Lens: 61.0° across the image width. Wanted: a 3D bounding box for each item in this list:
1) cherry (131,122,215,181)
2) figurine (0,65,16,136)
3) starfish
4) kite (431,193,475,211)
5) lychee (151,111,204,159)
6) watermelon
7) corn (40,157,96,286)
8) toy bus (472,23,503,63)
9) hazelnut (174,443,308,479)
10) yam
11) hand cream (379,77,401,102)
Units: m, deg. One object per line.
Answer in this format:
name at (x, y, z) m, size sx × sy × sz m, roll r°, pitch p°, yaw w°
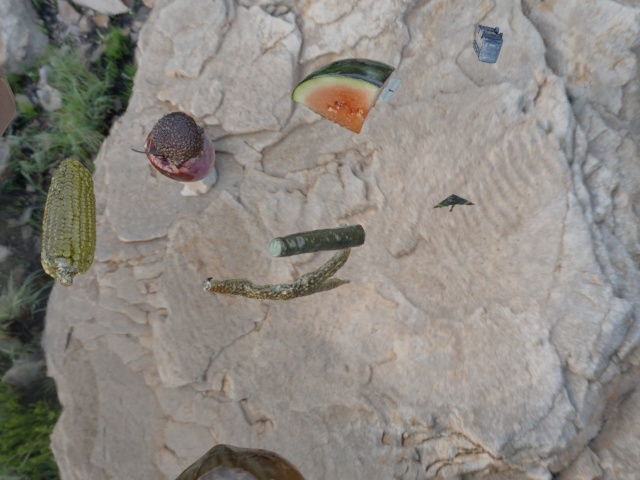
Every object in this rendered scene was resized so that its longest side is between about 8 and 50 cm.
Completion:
cherry at (-0.397, -0.251, 1.577) m, size 0.192 × 0.250 × 0.175 m, roll -1°, pitch 75°, yaw 9°
figurine at (-0.300, -0.116, 0.363) m, size 0.154 × 0.098 × 0.083 m, roll 17°, pitch 57°, yaw -14°
starfish at (-0.077, 0.101, 1.500) m, size 0.397 × 0.384 × 0.132 m, roll -26°, pitch 77°, yaw -1°
kite at (0.374, -0.106, 1.528) m, size 0.122 × 0.090 × 0.004 m, roll -1°, pitch 128°, yaw 21°
lychee at (-0.353, -0.258, 1.348) m, size 0.128 × 0.123 × 0.124 m, roll -5°, pitch 86°, yaw 21°
watermelon at (0.063, -0.282, 0.964) m, size 0.192 × 0.137 × 0.145 m, roll 8°, pitch 56°, yaw 38°
corn at (-0.580, -0.045, 1.262) m, size 0.119 × 0.119 × 0.322 m, roll -12°, pitch 66°, yaw 13°
toy bus at (0.372, -0.442, 1.217) m, size 0.047 × 0.166 × 0.065 m, roll 12°, pitch 120°, yaw 4°
hazelnut at (-0.092, 0.347, 0.617) m, size 0.212 × 0.181 × 0.181 m, roll -19°, pitch 115°, yaw 14°
yam at (0.000, 0.000, 1.255) m, size 0.061 × 0.274 × 0.061 m, roll 8°, pitch 102°, yaw 47°
hand cream at (0.126, -0.509, 1.745) m, size 0.276 × 0.059 × 0.095 m, roll 28°, pitch 79°, yaw 34°
